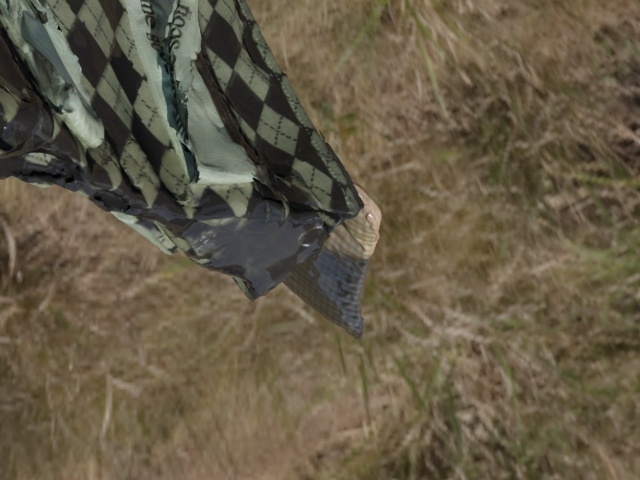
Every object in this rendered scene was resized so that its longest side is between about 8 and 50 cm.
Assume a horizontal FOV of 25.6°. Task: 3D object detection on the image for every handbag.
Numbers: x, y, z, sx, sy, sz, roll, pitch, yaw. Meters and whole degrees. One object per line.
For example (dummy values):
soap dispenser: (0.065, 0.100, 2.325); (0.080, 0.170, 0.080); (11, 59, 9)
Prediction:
handbag: (-0.180, -0.120, 1.002); (0.180, 0.317, 0.416); (-41, 148, 19)

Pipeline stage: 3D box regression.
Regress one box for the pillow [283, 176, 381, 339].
pillow: (-0.002, -0.002, 1.318); (0.034, 0.135, 0.211); (-37, 152, -29)
